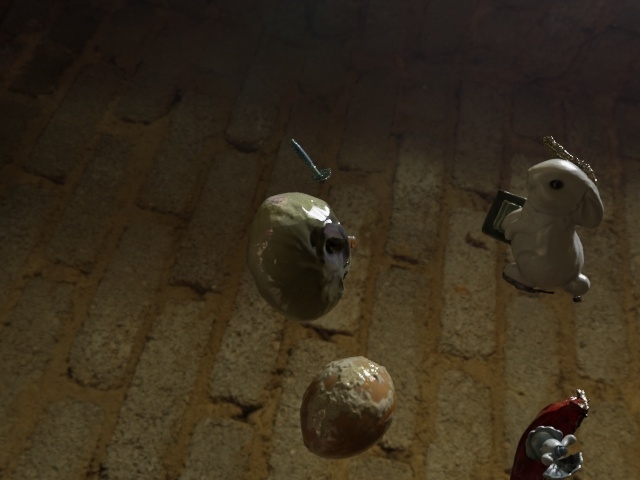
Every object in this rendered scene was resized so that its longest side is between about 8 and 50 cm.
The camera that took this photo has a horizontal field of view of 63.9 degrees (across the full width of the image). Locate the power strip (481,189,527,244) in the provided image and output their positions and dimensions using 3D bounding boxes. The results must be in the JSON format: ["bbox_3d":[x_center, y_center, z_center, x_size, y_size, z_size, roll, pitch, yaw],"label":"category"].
[{"bbox_3d":[0.816,-0.092,2.205,0.064,0.198,0.213,-14,123,-74],"label":"power strip"}]

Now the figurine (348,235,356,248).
[{"bbox_3d":[-0.001,0.001,1.425,0.147,0.197,0.094,14,97,-59],"label":"figurine"}]

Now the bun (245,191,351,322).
[{"bbox_3d":[-0.034,0.028,1.066,0.272,0.168,0.273,21,62,-47],"label":"bun"}]

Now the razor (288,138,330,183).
[{"bbox_3d":[-0.037,-0.209,1.328,0.135,0.068,0.040,50,49,-31],"label":"razor"}]

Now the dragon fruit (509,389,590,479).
[{"bbox_3d":[0.557,0.519,1.289,0.282,0.100,0.344,18,100,-58],"label":"dragon fruit"}]

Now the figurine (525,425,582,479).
[{"bbox_3d":[0.448,0.404,0.976,0.082,0.094,0.086,59,-3,4],"label":"figurine"}]

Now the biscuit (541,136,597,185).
[{"bbox_3d":[0.753,-0.216,1.534,0.032,0.133,0.250,-36,-147,13],"label":"biscuit"}]

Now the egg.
[{"bbox_3d":[0.057,0.355,1.090,0.233,0.194,0.195,-51,164,-27],"label":"egg"}]

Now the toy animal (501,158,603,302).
[{"bbox_3d":[0.606,-0.035,1.324,0.194,0.257,0.358,-47,149,-45],"label":"toy animal"}]
